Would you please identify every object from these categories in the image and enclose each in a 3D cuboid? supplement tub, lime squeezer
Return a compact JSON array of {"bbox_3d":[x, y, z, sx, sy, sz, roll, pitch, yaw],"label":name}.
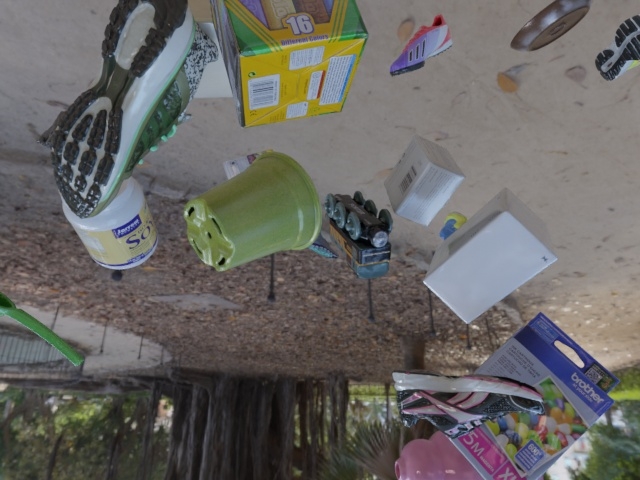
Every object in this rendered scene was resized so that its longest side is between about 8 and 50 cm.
[{"bbox_3d":[-0.701,-0.082,1.362,0.241,0.241,0.331,2,144,-6],"label":"supplement tub"},{"bbox_3d":[-0.475,0.099,0.538,0.310,0.110,0.059,8,153,-11],"label":"lime squeezer"}]

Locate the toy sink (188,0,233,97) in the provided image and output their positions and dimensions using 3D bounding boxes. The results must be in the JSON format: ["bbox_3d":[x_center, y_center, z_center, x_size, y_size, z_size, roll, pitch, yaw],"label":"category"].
[{"bbox_3d":[-0.230,-0.381,0.792,0.234,0.131,0.153,-6,143,-11],"label":"toy sink"}]

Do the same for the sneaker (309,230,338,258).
[{"bbox_3d":[0.000,0.000,1.635,0.224,0.098,0.083,26,172,-34],"label":"sneaker"}]

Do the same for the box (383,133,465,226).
[{"bbox_3d":[0.289,-0.173,1.159,0.119,0.182,0.181,20,124,-18],"label":"box"}]

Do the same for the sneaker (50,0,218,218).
[{"bbox_3d":[-0.295,-0.203,0.692,0.410,0.158,0.182,-53,160,13],"label":"sneaker"}]

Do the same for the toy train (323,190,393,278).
[{"bbox_3d":[0.104,-0.028,1.215,0.142,0.334,0.190,-8,116,-18],"label":"toy train"}]

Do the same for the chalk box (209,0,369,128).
[{"bbox_3d":[-0.052,-0.260,0.455,0.132,0.213,0.132,-13,167,-12],"label":"chalk box"}]

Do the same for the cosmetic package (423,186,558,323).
[{"bbox_3d":[0.366,0.025,0.888,0.224,0.138,0.225,-48,177,29],"label":"cosmetic package"}]

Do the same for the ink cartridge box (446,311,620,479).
[{"bbox_3d":[0.379,0.295,0.748,0.311,0.186,0.065,-40,156,-6],"label":"ink cartridge box"}]

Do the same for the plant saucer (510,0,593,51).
[{"bbox_3d":[0.560,-0.517,0.969,0.198,0.036,0.198,-26,174,-3],"label":"plant saucer"}]

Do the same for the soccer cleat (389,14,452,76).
[{"bbox_3d":[0.344,-0.681,1.424,0.108,0.318,0.116,17,140,52],"label":"soccer cleat"}]

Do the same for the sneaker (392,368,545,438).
[{"bbox_3d":[0.178,0.205,0.499,0.178,0.077,0.072,-6,165,33],"label":"sneaker"}]

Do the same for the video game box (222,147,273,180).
[{"bbox_3d":[-0.226,-0.207,1.447,0.187,0.205,0.048,-21,-175,-24],"label":"video game box"}]

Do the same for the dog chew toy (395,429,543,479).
[{"bbox_3d":[0.343,0.542,0.967,0.332,0.206,0.206,3,157,-7],"label":"dog chew toy"}]

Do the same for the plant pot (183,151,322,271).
[{"bbox_3d":[-0.182,-0.057,1.004,0.254,0.276,0.276,-29,179,-41],"label":"plant pot"}]

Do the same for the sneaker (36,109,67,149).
[{"bbox_3d":[-0.540,-0.232,0.854,0.170,0.089,0.051,14,164,46],"label":"sneaker"}]

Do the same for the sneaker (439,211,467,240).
[{"bbox_3d":[0.487,-0.001,1.330,0.091,0.240,0.126,35,95,-34],"label":"sneaker"}]

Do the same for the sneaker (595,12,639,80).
[{"bbox_3d":[0.613,-0.383,0.760,0.094,0.081,0.208,-28,178,9],"label":"sneaker"}]
